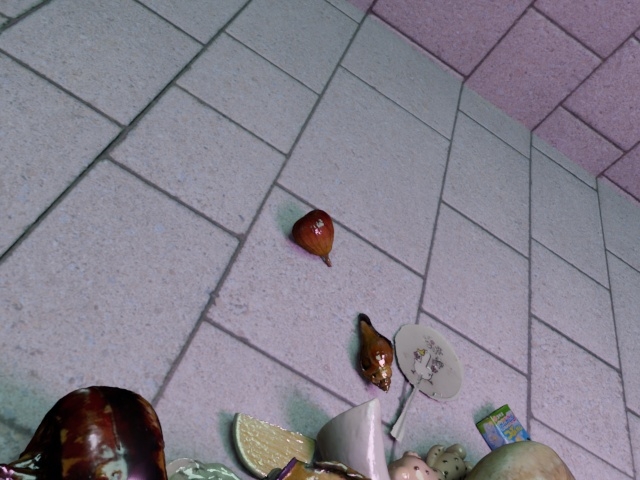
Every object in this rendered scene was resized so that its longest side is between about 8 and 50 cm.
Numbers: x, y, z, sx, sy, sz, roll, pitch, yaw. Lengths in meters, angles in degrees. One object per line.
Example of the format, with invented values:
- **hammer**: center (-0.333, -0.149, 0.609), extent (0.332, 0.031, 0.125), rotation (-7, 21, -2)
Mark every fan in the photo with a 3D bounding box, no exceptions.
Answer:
- **fan**: center (0.253, 0.360, 1.598), extent (0.233, 0.012, 0.415), rotation (42, 39, 3)

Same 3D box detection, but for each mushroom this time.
- **mushroom**: center (0.425, 0.594, 1.293), extent (0.352, 0.352, 0.260), rotation (-11, 18, -42)
- **mushroom**: center (0.117, 0.532, 1.234), extent (0.126, 0.177, 0.397), rotation (-6, 63, -37)

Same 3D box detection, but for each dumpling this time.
- **dumpling**: center (-0.194, 0.474, 1.079), extent (0.250, 0.132, 0.162), rotation (41, 45, 0)

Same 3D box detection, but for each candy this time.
- **candy**: center (0.495, 0.530, 1.596), extent (0.097, 0.062, 0.194), rotation (-14, 63, -42)

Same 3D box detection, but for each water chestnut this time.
- **water chestnut**: center (-0.365, 0.368, 0.932), extent (0.300, 0.300, 0.300), rotation (20, 45, -22)

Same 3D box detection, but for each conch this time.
- **conch**: center (0.140, 0.272, 1.542), extent (0.086, 0.080, 0.232), rotation (32, 40, -21)

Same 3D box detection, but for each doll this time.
- **doll**: center (0.254, 0.537, 1.384), extent (0.278, 0.119, 0.154), rotation (7, 52, -45)

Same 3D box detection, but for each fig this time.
- **fig**: center (-0.004, -0.009, 1.653), extent (0.119, 0.119, 0.153), rotation (-22, 72, -45)

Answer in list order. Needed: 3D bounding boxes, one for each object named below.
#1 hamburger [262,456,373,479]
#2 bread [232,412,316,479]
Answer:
- **hamburger**: center (0.020, 0.518, 1.006), extent (0.318, 0.195, 0.277), rotation (34, 42, 0)
- **bread**: center (-0.101, 0.432, 1.260), extent (0.193, 0.036, 0.112), rotation (25, 49, -20)
